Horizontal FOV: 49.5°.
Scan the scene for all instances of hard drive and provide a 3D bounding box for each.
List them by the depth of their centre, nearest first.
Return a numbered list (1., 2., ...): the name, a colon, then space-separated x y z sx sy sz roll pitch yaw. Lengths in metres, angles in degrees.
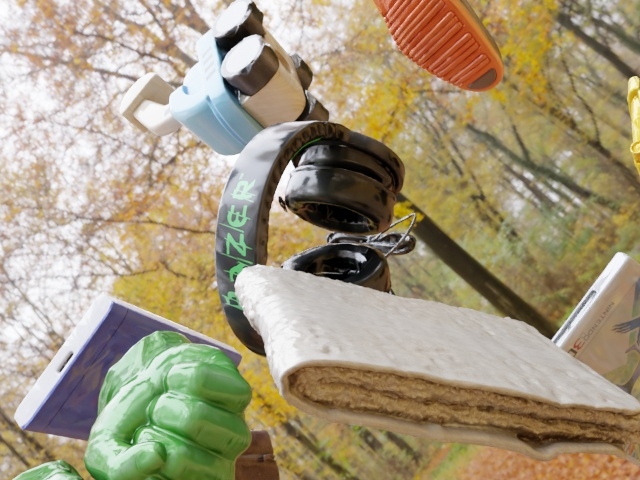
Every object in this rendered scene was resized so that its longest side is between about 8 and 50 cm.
1. hard drive: -0.276 0.221 1.071 0.210 0.040 0.318 -55 -36 -2

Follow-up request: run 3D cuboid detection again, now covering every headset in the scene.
1. headset: 0.000 0.000 0.786 0.394 0.185 0.244 1 -87 -59

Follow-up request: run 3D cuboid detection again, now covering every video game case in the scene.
1. video game case: 0.548 0.221 1.228 0.300 0.328 0.036 -56 23 8

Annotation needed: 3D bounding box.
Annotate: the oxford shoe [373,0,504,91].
1. oxford shoe: 0.144 -0.370 0.986 0.133 0.363 0.130 -52 13 -31

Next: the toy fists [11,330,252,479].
1. toy fists: -0.168 0.200 0.554 0.279 0.142 0.096 -48 -44 -11

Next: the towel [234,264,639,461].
1. towel: 0.081 0.086 0.505 0.187 0.282 0.049 -138 64 -69

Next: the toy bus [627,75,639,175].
1. toy bus: 0.490 -0.116 0.838 0.149 0.220 0.212 50 -133 -36

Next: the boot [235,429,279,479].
1. boot: -0.188 0.369 1.293 0.206 0.249 0.090 5 -30 -47

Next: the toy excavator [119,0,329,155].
1. toy excavator: -0.252 -0.304 1.492 0.445 0.433 0.222 -33 -45 16
